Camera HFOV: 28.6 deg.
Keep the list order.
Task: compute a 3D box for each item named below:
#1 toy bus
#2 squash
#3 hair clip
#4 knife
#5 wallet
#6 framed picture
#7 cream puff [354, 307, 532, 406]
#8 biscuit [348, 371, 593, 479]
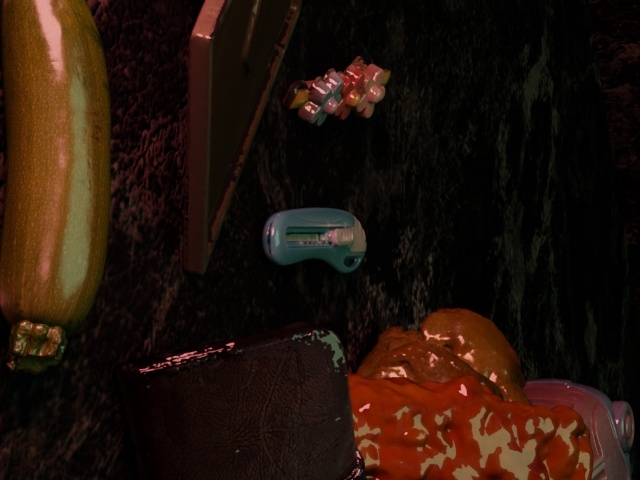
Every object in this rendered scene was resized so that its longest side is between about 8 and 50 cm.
[{"bbox_3d":[0.304,0.340,1.669,0.232,0.197,0.294,-26,112,-61],"label":"toy bus"},{"bbox_3d":[-0.163,-0.047,0.770,0.069,0.069,0.258,12,75,-67],"label":"squash"},{"bbox_3d":[0.026,-0.149,1.259,0.062,0.056,0.214,-67,168,24],"label":"hair clip"},{"bbox_3d":[0.000,0.000,1.196,0.222,0.031,0.064,2,88,-67],"label":"knife"},{"bbox_3d":[-0.042,0.224,0.922,0.045,0.172,0.318,-160,-119,-66],"label":"wallet"},{"bbox_3d":[-0.052,-0.173,0.989,0.247,0.022,0.335,98,6,-50],"label":"framed picture"},{"bbox_3d":[0.127,0.194,1.307,0.244,0.196,0.244,36,35,-30],"label":"cream puff"},{"bbox_3d":[0.101,0.275,1.100,0.318,0.110,0.312,10,75,-25],"label":"biscuit"}]
